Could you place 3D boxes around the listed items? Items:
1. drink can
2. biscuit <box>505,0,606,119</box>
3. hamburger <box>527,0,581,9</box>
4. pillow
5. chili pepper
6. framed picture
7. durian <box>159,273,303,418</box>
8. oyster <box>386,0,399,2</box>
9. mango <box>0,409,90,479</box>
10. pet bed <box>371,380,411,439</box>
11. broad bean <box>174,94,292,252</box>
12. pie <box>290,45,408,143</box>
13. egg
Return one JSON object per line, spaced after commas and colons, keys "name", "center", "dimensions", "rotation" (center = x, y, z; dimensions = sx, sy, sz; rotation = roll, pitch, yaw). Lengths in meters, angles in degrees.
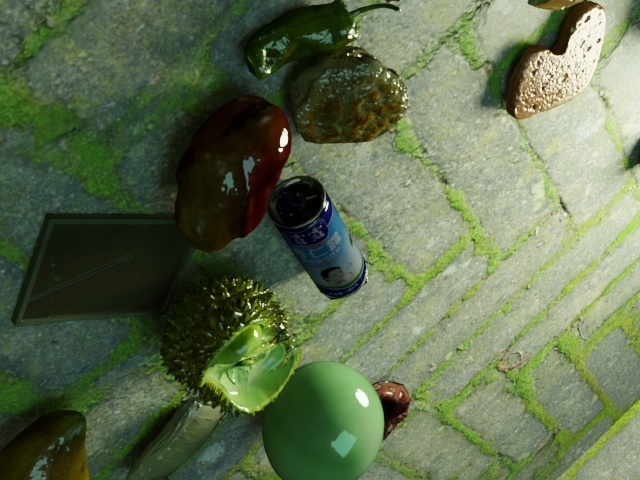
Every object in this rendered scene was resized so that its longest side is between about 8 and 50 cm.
{"name": "drink can", "center": [0.000, 0.000, 1.521], "dimensions": [0.097, 0.097, 0.235], "rotation": [-39, 143, -6]}
{"name": "biscuit", "center": [0.396, -0.306, 1.633], "dimensions": [0.192, 0.036, 0.186], "rotation": [-23, 138, -24]}
{"name": "hamburger", "center": [0.381, -0.457, 1.373], "dimensions": [0.157, 0.144, 0.283], "rotation": [9, 118, -48]}
{"name": "pillow", "center": [-0.244, 0.344, 1.674], "dimensions": [0.208, 0.053, 0.119], "rotation": [-50, 148, 10]}
{"name": "chili pepper", "center": [-0.004, -0.270, 1.261], "dimensions": [0.204, 0.073, 0.072], "rotation": [-24, 159, -7]}
{"name": "framed picture", "center": [-0.290, 0.040, 1.352], "dimensions": [0.250, 0.016, 0.184], "rotation": [-2, 128, -42]}
{"name": "durian", "center": [-0.138, 0.152, 1.474], "dimensions": [0.200, 0.176, 0.237], "rotation": [-44, 143, 5]}
{"name": "oyster", "center": [0.138, -0.371, 1.325], "dimensions": [0.132, 0.029, 0.086], "rotation": [-35, 143, -8]}
{"name": "mango", "center": [-0.434, 0.397, 1.475], "dimensions": [0.193, 0.146, 0.316], "rotation": [-5, 124, -51]}
{"name": "pet bed", "center": [0.108, 0.371, 2.040], "dimensions": [0.201, 0.053, 0.201], "rotation": [-26, 146, -19]}
{"name": "broad bean", "center": [-0.120, -0.087, 1.297], "dimensions": [0.156, 0.122, 0.228], "rotation": [-38, 160, -54]}
{"name": "pie", "center": [0.035, -0.198, 1.368], "dimensions": [0.163, 0.079, 0.193], "rotation": [-37, 146, 9]}
{"name": "egg", "center": [0.004, 0.343, 1.765], "dimensions": [0.220, 0.220, 0.269], "rotation": [-20, 139, -28]}
